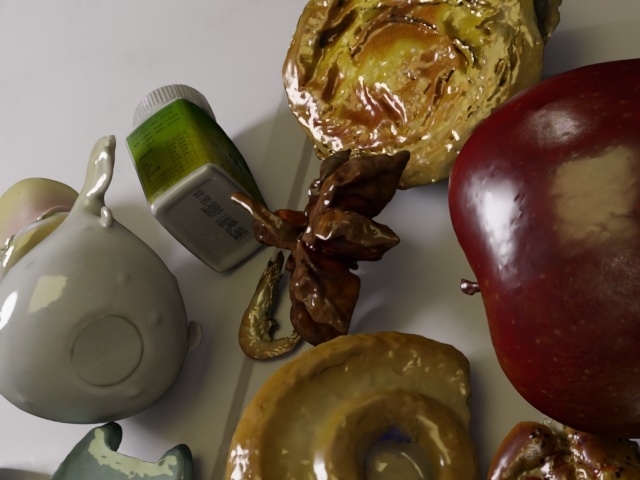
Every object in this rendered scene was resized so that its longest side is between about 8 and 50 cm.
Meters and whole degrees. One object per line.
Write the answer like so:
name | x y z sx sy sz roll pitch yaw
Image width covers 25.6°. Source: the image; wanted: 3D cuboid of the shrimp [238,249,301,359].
shrimp | -0.036 0.064 1.370 0.083 0.023 0.114 4 68 35

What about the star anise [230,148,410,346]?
star anise | 0.004 0.006 1.285 0.212 0.111 0.196 -25 69 45

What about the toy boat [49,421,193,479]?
toy boat | -0.197 0.272 1.300 0.134 0.079 0.208 15 61 11

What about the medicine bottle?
medicine bottle | -0.132 -0.075 1.461 0.088 0.132 0.188 -37 44 10

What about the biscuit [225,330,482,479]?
biscuit | 0.028 0.196 1.143 0.213 0.091 0.274 -5 57 -2

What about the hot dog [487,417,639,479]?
hot dog | 0.197 0.239 1.036 0.131 0.069 0.253 -26 49 18

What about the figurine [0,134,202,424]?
figurine | -0.256 0.011 1.453 0.394 0.226 0.274 44 119 60

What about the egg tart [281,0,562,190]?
egg tart | 0.106 -0.172 1.370 0.297 0.132 0.297 -13 66 33

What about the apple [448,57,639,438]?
apple | 0.247 -0.001 1.031 0.317 0.288 0.288 -15 51 16
